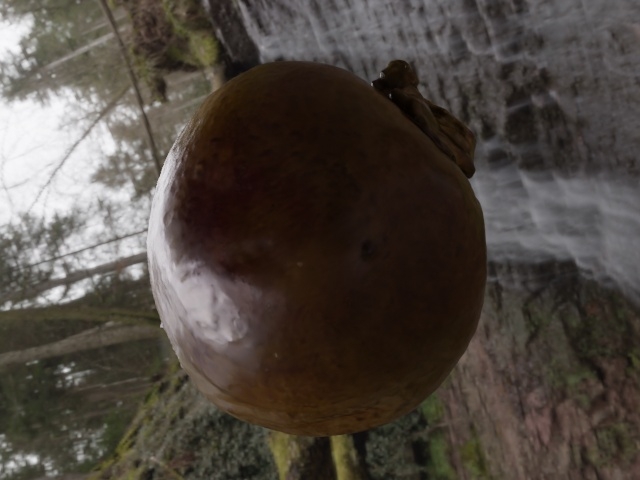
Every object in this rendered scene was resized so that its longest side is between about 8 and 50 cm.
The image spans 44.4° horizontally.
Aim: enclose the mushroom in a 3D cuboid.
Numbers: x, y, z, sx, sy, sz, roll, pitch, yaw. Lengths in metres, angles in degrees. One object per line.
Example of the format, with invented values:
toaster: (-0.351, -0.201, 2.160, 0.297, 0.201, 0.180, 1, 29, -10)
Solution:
mushroom: (0.004, -0.010, 0.576, 0.283, 0.263, 0.195, -54, -14, -22)
